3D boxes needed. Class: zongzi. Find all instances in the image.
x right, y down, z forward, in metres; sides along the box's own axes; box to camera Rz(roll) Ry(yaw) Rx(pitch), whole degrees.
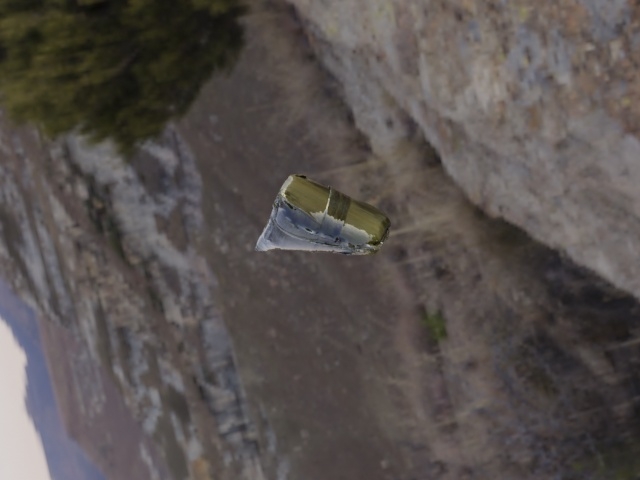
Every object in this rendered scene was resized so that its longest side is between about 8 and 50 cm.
[{"bbox_3d":[0.000,0.000,0.767,0.083,0.076,0.040,117,178,-50],"label":"zongzi"}]
